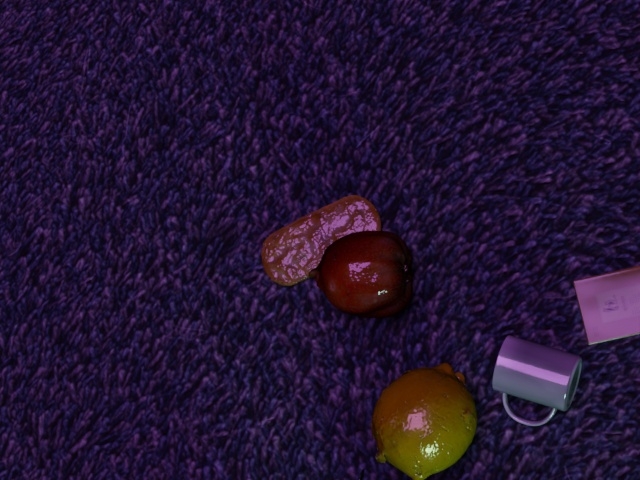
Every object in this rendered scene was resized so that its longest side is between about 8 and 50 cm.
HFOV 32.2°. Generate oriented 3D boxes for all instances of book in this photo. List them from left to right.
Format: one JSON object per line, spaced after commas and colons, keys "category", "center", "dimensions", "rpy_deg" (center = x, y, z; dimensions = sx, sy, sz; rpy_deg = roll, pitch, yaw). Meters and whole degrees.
{"category": "book", "center": [0.533, 0.105, 1.909], "dimensions": [0.172, 0.012, 0.118], "rpy_deg": [-14, 70, 14]}

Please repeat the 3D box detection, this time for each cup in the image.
{"category": "cup", "center": [0.367, 0.238, 1.891], "dimensions": [0.133, 0.136, 0.099], "rpy_deg": [14, 45, 21]}

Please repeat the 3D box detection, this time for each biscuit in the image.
{"category": "biscuit", "center": [0.000, 0.000, 2.112], "dimensions": [0.247, 0.029, 0.119], "rpy_deg": [-26, 68, 10]}

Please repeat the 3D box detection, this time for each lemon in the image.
{"category": "lemon", "center": [0.178, 0.303, 1.882], "dimensions": [0.173, 0.173, 0.206], "rpy_deg": [26, 80, 24]}

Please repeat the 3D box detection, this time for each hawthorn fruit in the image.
{"category": "hawthorn fruit", "center": [0.073, 0.061, 2.003], "dimensions": [0.188, 0.169, 0.169], "rpy_deg": [-4, 72, 21]}

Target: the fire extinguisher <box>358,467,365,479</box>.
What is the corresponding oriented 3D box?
{"category": "fire extinguisher", "center": [0.189, 0.516, 1.837], "dimensions": [0.337, 0.114, 0.136], "rpy_deg": [27, 104, 24]}
